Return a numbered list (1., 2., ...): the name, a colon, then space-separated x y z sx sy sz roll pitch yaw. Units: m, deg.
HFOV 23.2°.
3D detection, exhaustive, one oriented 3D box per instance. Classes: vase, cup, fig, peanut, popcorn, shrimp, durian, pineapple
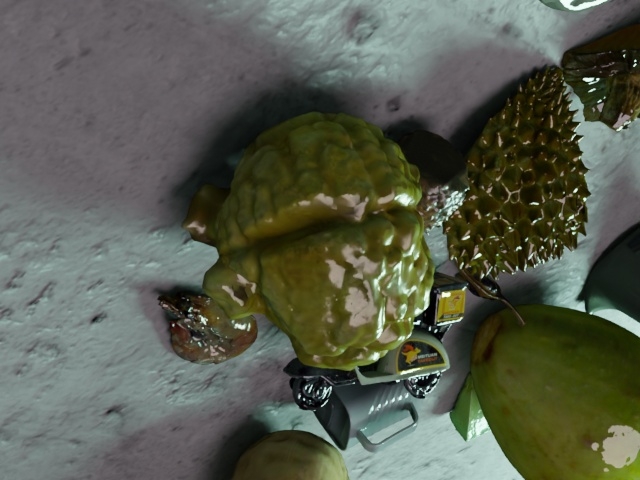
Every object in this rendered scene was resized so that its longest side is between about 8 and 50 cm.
1. vase: 0.544 0.089 2.172 0.251 0.301 0.156 -53 144 10
2. cup: 0.067 0.213 2.039 0.129 0.128 0.095 -22 143 -24
3. fig: 0.345 0.216 2.165 0.258 0.258 0.326 -44 115 12
4. peanut: -0.045 0.399 2.119 0.192 0.169 0.387 11 137 -2
5. popcorn: 0.000 0.000 1.619 0.270 0.224 0.258 32 111 -12
6. shrimp: -0.136 0.102 1.797 0.101 0.042 0.190 -33 149 9
7. durian: 0.230 -0.049 1.867 0.172 0.166 0.306 -2 138 5
8. pineapple: 0.094 -0.037 1.786 0.108 0.108 0.198 -13 152 -30

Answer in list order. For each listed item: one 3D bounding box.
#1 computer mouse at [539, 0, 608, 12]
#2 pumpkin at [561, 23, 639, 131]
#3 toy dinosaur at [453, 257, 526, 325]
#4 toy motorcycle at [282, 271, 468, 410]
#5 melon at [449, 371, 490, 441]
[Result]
1. computer mouse: 0.348 -0.360 1.606 0.331 0.095 0.197 -29 146 6
2. pumpkin: 0.421 -0.201 1.835 0.248 0.126 0.131 -30 144 -7
3. toy dinosaur: 0.208 0.054 2.041 0.180 0.058 0.037 33 94 -34
4. toy motorcycle: 0.063 0.123 1.921 0.263 0.091 0.157 -5 105 -40
5. melon: 0.297 0.188 2.304 0.261 0.053 0.114 -33 127 -10
